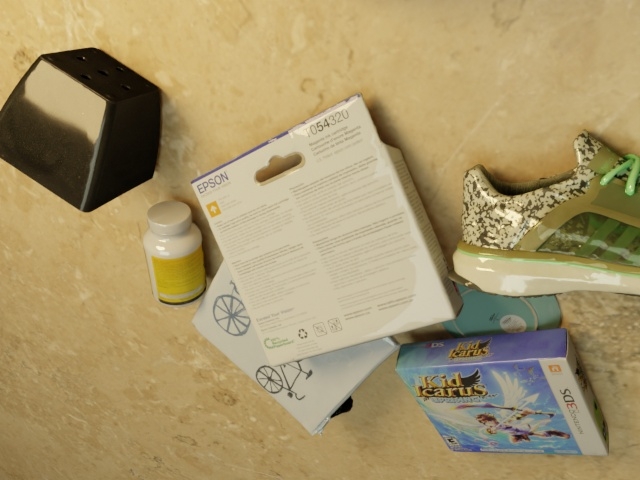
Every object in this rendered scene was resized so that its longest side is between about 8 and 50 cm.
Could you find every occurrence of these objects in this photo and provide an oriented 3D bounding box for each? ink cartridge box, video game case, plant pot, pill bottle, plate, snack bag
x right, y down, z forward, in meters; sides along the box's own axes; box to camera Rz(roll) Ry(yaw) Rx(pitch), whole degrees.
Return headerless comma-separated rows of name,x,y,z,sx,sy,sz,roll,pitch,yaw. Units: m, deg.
ink cartridge box,0.000,0.000,0.817,0.324,0.071,0.330,-20,94,29
video game case,0.294,0.256,0.888,0.269,0.061,0.244,-13,123,33
plant pot,-0.356,-0.186,0.838,0.188,0.187,0.167,32,119,2
pill bottle,-0.263,0.025,0.987,0.103,0.103,0.184,16,130,15
plate,0.267,0.115,0.840,0.188,0.024,0.188,14,128,18
snack bag,-0.057,0.156,0.973,0.342,0.037,0.323,40,125,9

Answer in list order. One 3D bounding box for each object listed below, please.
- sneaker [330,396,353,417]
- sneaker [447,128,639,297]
sneaker,0.002,0.316,1.076,0.170,0.089,0.051,-29,109,36
sneaker,0.342,-0.039,0.624,0.410,0.158,0.182,-5,104,24
